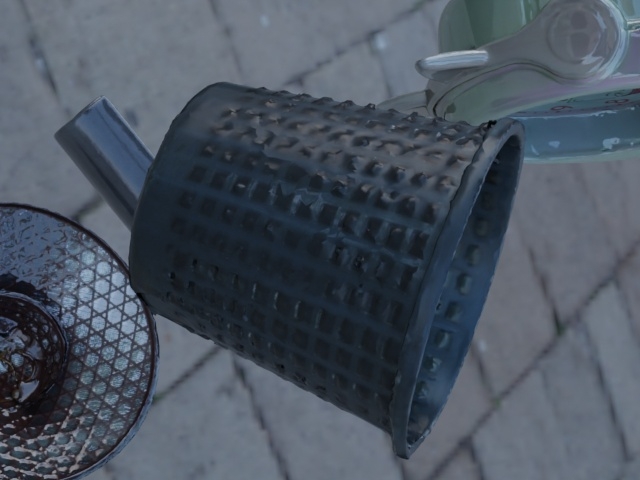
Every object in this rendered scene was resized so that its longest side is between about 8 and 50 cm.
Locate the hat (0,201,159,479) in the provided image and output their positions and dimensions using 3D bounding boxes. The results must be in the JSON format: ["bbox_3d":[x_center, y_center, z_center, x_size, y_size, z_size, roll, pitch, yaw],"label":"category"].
[{"bbox_3d":[-0.207,0.076,1.150,0.193,0.082,0.193,10,67,-23],"label":"hat"}]

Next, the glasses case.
[{"bbox_3d":[-0.107,-0.011,1.208,0.042,0.072,0.190,-40,91,-13],"label":"glasses case"}]

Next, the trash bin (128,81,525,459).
[{"bbox_3d":[0.000,0.000,0.873,0.175,0.161,0.175,19,90,-76],"label":"trash bin"}]

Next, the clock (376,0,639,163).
[{"bbox_3d":[0.208,-0.135,1.305,0.324,0.265,0.109,-4,81,-13],"label":"clock"}]
